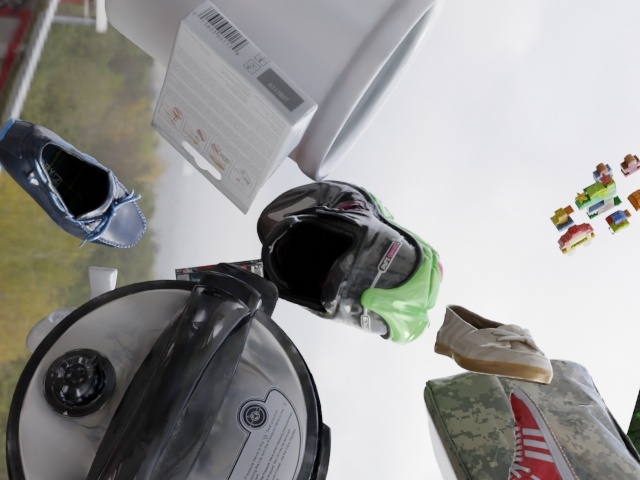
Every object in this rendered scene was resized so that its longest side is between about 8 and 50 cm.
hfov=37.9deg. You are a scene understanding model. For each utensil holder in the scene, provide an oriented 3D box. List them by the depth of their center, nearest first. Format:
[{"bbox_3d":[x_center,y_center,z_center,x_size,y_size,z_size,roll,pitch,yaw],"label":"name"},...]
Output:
[{"bbox_3d":[-0.068,-0.324,1.349,0.327,0.385,0.327,-55,177,-5],"label":"utensil holder"}]

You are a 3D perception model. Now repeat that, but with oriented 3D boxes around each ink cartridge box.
[{"bbox_3d":[-0.116,-0.160,1.177,0.066,0.189,0.232,-44,174,-27],"label":"ink cartridge box"}]

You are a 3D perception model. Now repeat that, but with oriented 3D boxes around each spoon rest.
[{"bbox_3d":[-0.417,0.139,1.630,0.276,0.137,0.084,-77,172,-66],"label":"spoon rest"}]

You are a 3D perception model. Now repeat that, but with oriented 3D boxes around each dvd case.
[{"bbox_3d":[-0.138,0.066,1.293,0.013,0.119,0.087,-107,-168,-47],"label":"dvd case"}]

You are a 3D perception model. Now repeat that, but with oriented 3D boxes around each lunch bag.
[{"bbox_3d":[0.304,0.309,1.255,0.305,0.256,0.212,-110,-176,-54],"label":"lunch bag"}]

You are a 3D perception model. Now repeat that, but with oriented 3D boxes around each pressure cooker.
[{"bbox_3d":[-0.184,0.251,1.130,0.420,0.375,0.370,102,-31,-66],"label":"pressure cooker"}]

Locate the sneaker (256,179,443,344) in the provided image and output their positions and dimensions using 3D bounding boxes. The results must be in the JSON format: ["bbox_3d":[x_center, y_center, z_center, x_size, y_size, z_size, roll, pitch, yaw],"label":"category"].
[{"bbox_3d":[0.000,0.000,1.370,0.483,0.202,0.185,28,-79,64],"label":"sneaker"}]

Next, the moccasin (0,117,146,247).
[{"bbox_3d":[-0.390,-0.067,1.519,0.342,0.117,0.138,39,74,-54],"label":"moccasin"}]

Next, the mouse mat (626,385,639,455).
[{"bbox_3d":[0.587,0.305,1.582,0.189,0.007,0.152,-10,-121,71],"label":"mouse mat"}]

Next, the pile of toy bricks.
[{"bbox_3d":[0.476,-0.076,1.571,0.118,0.212,0.105,62,6,29],"label":"pile of toy bricks"}]

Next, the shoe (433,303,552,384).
[{"bbox_3d":[0.178,0.108,0.993,0.219,0.076,0.058,-169,-91,-73],"label":"shoe"}]

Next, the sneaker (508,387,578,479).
[{"bbox_3d":[0.183,0.195,0.843,0.118,0.067,0.042,65,2,31],"label":"sneaker"}]
